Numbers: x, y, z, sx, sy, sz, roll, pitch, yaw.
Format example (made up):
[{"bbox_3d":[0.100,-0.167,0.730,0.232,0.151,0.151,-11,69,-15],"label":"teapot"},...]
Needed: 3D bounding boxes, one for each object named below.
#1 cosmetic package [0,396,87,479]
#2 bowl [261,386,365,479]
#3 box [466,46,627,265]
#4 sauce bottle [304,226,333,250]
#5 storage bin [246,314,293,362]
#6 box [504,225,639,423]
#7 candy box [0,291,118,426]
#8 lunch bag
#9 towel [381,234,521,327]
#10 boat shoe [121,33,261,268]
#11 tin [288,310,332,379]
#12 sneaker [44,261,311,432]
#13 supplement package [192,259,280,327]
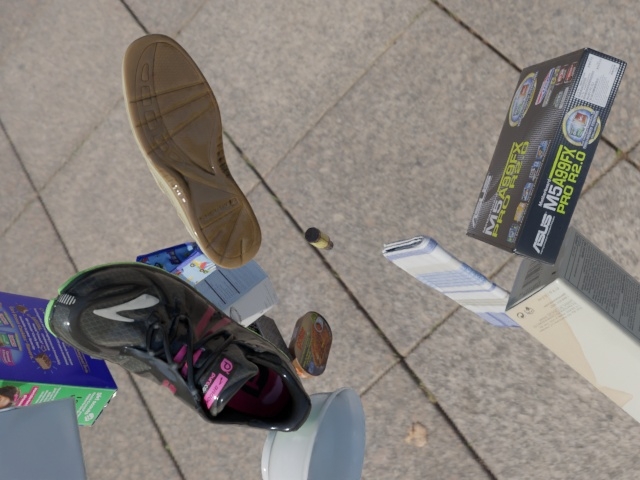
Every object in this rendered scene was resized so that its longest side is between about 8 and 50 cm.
[{"bbox_3d":[-0.458,0.459,1.086,0.156,0.217,0.384,115,142,-51],"label":"cosmetic package"},{"bbox_3d":[-0.024,0.426,1.379,0.134,0.298,0.297,4,78,24],"label":"bowl"},{"bbox_3d":[0.298,-0.113,0.971,0.060,0.216,0.269,18,96,-7],"label":"box"},{"bbox_3d":[0.000,0.000,1.738,0.042,0.128,0.042,-5,74,18],"label":"sauce bottle"},{"bbox_3d":[-0.157,0.266,1.704,0.122,0.084,0.180,-49,39,13],"label":"storage bin"},{"bbox_3d":[0.461,0.140,1.122,0.311,0.148,0.121,40,135,-4],"label":"box"},{"bbox_3d":[-0.606,0.233,1.423,0.122,0.317,0.268,-52,53,15],"label":"candy box"},{"bbox_3d":[-0.288,0.092,1.726,0.293,0.221,0.138,-25,47,36],"label":"lunch bag"},{"bbox_3d":[0.259,0.077,1.276,0.285,0.209,0.034,32,78,-10],"label":"towel"},{"bbox_3d":[-0.195,-0.119,1.004,0.122,0.340,0.110,-25,18,-21],"label":"boat shoe"},{"bbox_3d":[-0.027,0.259,1.751,0.040,0.106,0.189,-29,27,33],"label":"tin"},{"bbox_3d":[-0.202,0.179,1.150,0.202,0.483,0.185,18,81,62],"label":"sneaker"},{"bbox_3d":[-0.197,0.128,1.525,0.179,0.105,0.105,-37,54,-14],"label":"supplement package"}]
